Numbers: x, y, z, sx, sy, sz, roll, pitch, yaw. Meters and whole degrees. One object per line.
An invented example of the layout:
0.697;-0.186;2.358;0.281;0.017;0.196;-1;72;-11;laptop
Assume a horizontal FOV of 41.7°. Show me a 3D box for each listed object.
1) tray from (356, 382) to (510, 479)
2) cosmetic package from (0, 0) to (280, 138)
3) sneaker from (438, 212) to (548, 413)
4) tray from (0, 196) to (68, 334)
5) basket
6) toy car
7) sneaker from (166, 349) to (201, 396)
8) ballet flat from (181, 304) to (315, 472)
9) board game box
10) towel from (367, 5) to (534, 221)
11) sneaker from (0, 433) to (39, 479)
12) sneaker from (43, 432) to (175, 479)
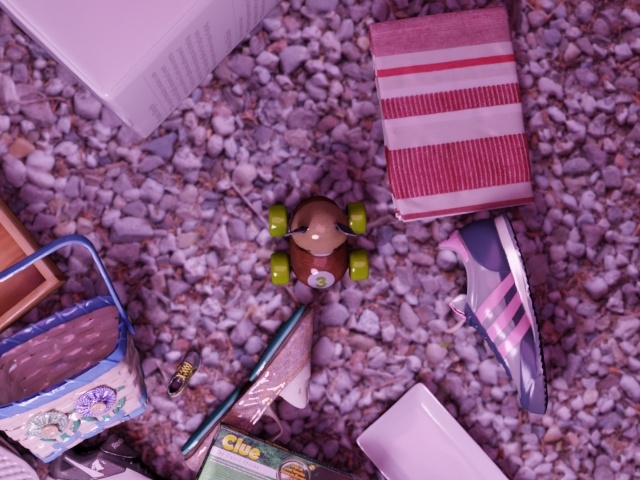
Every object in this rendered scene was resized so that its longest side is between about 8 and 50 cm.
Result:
0.195;0.371;1.346;0.145;0.030;0.270;-42;90;-3;tray
-0.256;-0.413;1.207;0.327;0.329;0.394;44;85;-1;cosmetic package
0.277;0.125;1.337;0.131;0.112;0.319;-13;85;13;sneaker
-0.620;0.114;1.293;0.411;0.076;0.203;-39;90;-5;tray
-0.386;0.155;1.212;0.254;0.201;0.289;-28;117;-3;basket
0.000;0.000;1.272;0.154;0.188;0.149;-3;87;-3;toy car
-0.215;0.212;1.328;0.031;0.035;0.083;29;86;-2;sneaker
-0.083;0.244;1.307;0.106;0.107;0.316;39;96;-5;ballet flat
-0.058;0.382;1.264;0.259;0.030;0.136;25;91;-10;board game box
0.214;-0.206;1.372;0.236;0.037;0.329;-8;90;-5;towel
-0.558;0.291;1.233;0.321;0.127;0.126;49;63;-14;sneaker
-0.306;0.354;1.296;0.234;0.078;0.106;11;89;-1;sneaker
